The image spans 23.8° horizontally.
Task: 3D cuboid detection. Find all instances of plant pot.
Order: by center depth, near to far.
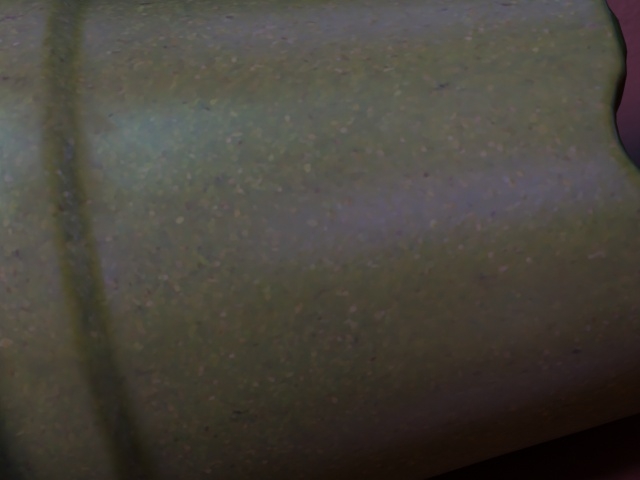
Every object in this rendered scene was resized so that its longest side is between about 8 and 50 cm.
[{"bbox_3d":[0.000,0.000,0.614,0.254,0.276,0.276,-10,42,5],"label":"plant pot"}]
